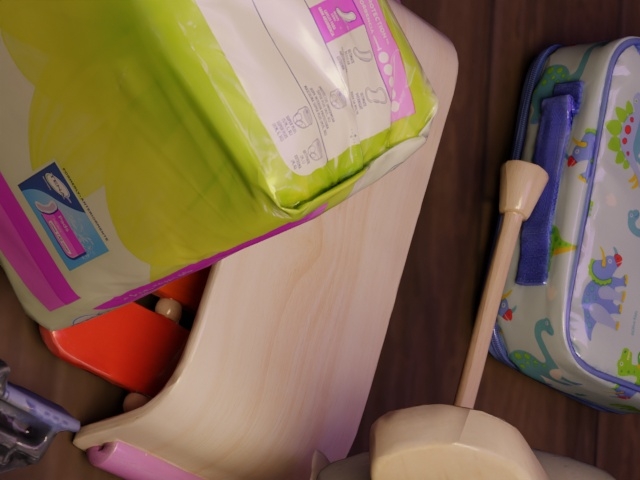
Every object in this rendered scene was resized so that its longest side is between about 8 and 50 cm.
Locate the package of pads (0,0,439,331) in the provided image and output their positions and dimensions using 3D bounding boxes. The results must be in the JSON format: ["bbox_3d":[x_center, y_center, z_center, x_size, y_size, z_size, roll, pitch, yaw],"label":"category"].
[{"bbox_3d":[-0.103,-0.126,0.701,0.101,0.229,0.297,-31,95,-36],"label":"package of pads"}]

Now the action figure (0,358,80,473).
[{"bbox_3d":[-0.222,0.079,0.664,0.341,0.178,0.330,22,83,-36],"label":"action figure"}]

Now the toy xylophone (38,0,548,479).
[{"bbox_3d":[0.000,0.000,0.917,0.236,0.081,0.323,39,64,-33],"label":"toy xylophone"}]

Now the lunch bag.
[{"bbox_3d":[0.188,-0.009,1.077,0.176,0.090,0.219,21,74,-40],"label":"lunch bag"}]

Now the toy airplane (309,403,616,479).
[{"bbox_3d":[0.110,0.241,0.863,0.384,0.272,0.386,10,120,-29],"label":"toy airplane"}]
